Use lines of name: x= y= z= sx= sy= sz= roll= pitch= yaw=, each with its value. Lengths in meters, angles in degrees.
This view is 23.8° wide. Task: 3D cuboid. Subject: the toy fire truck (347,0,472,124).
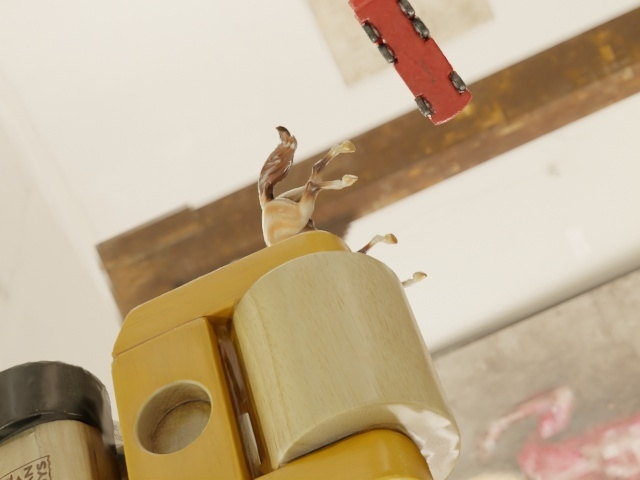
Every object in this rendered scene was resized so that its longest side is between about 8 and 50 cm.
toy fire truck: x=0.056 y=-0.202 z=1.359 sx=0.192 sy=0.047 sz=0.135 roll=51 pitch=-173 yaw=-28

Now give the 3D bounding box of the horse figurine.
horse figurine: x=0.000 y=0.000 z=1.736 sx=0.263 sy=0.174 sz=0.066 roll=60 pitch=-153 yaw=6

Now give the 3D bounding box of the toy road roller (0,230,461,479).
toy road roller: x=-0.056 y=0.174 z=0.986 sx=0.241 sy=0.329 sz=0.203 roll=55 pitch=-168 yaw=-45

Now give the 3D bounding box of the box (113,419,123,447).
box: x=-0.191 y=0.242 z=1.623 sx=0.324 sy=0.067 sz=0.063 roll=26 pitch=-152 yaw=-56
